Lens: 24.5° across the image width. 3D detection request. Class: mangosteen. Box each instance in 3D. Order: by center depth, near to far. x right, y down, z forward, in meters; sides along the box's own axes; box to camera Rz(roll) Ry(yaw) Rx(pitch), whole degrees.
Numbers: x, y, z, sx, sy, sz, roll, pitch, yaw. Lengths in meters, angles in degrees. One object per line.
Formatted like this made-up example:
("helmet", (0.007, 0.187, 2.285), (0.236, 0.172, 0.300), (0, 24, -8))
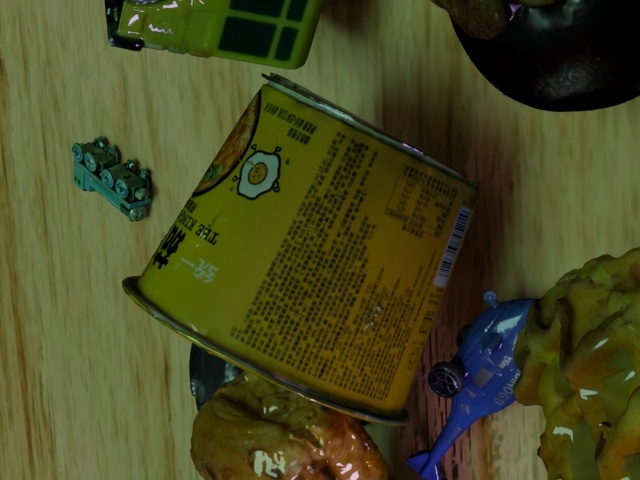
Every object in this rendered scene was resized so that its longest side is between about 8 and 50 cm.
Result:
("mangosteen", (0.108, -0.127, 0.691), (0.137, 0.151, 0.137), (-20, 66, 54))

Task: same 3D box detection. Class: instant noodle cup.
("instant noodle cup", (0.000, 0.000, 0.833), (0.182, 0.182, 0.144), (30, 95, 43))

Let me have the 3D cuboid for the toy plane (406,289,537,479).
("toy plane", (0.090, 0.094, 0.858), (0.062, 0.054, 0.167), (34, 128, 9))

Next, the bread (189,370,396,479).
("bread", (0.006, 0.170, 0.888), (0.114, 0.083, 0.211), (15, 145, 52))

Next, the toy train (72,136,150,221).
("toy train", (-0.163, -0.047, 1.144), (0.092, 0.029, 0.045), (36, 133, 38))

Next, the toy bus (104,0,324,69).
("toy bus", (-0.040, -0.240, 0.841), (0.128, 0.150, 0.262), (-103, 27, -53))

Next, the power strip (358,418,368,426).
("power strip", (0.019, 0.069, 0.949), (0.038, 0.029, 0.111), (34, 125, 41))

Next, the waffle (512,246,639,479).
("waffle", (0.173, 0.161, 0.636), (0.261, 0.151, 0.324), (-110, 12, -79))

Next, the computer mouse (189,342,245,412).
("computer mouse", (-0.052, 0.115, 1.008), (0.106, 0.062, 0.192), (1, 101, 66))
